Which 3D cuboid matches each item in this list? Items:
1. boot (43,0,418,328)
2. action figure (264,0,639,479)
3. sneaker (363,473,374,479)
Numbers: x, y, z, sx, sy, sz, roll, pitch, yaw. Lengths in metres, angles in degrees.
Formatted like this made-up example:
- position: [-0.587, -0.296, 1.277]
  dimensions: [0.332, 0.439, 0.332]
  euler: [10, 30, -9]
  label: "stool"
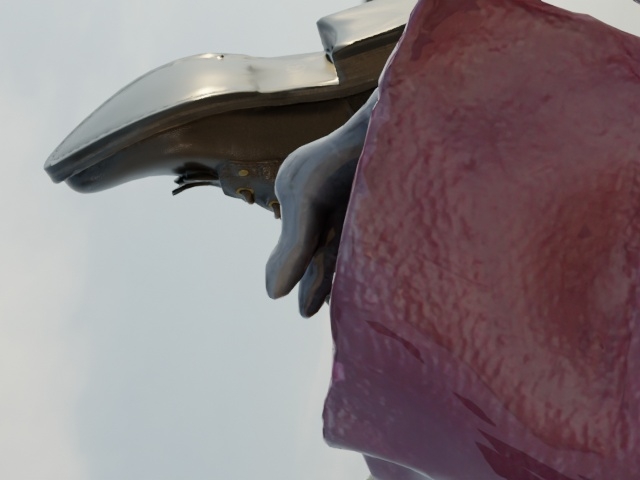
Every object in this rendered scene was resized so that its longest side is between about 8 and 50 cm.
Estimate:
- position: [0.000, 0.000, 0.733]
  dimensions: [0.091, 0.263, 0.229]
  euler: [-86, -22, -63]
  label: "boot"
- position: [0.187, 0.041, 0.341]
  dimensions: [0.248, 0.370, 0.275]
  euler: [-9, -72, -54]
  label: "action figure"
- position: [0.038, 0.163, 0.774]
  dimensions: [0.061, 0.152, 0.053]
  euler: [56, -172, -22]
  label: "sneaker"
